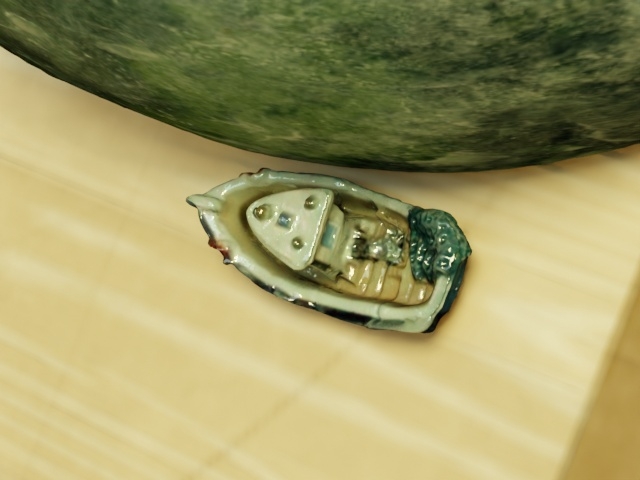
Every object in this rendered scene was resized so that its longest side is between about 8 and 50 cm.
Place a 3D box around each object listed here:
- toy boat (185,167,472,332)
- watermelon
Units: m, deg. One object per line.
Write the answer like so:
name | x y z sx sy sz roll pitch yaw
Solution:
toy boat | 0.000 0.000 0.445 0.083 0.038 0.038 16 87 32
watermelon | 0.039 -0.137 0.374 0.289 0.320 0.214 10 54 3
